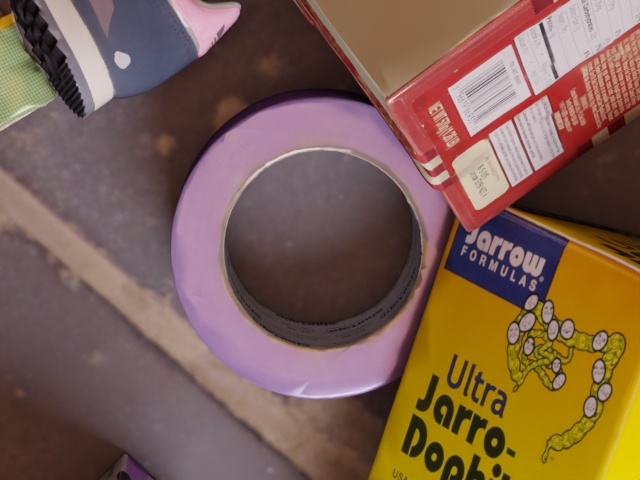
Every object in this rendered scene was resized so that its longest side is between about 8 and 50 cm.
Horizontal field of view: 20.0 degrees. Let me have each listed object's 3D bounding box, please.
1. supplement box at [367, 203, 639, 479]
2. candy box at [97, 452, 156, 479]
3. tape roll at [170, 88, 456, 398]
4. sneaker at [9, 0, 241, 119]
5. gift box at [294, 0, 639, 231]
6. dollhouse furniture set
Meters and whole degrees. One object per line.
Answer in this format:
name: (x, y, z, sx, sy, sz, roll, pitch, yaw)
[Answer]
supplement box: (0.155, 0.177, 1.091, 0.194, 0.195, 0.357, 12, 100, -35)
candy box: (-0.169, 0.245, 1.139, 0.196, 0.165, 0.070, -45, 100, 4)
tape roll: (0.000, 0.000, 1.150, 0.189, 0.080, 0.189, 0, 98, -2)
sneaker: (-0.155, -0.244, 1.106, 0.131, 0.112, 0.319, -24, 102, -15)
gift box: (0.062, -0.184, 0.989, 0.276, 0.255, 0.258, -32, 67, -1)
dollhouse furniture set: (-0.249, -0.084, 1.138, 0.151, 0.058, 0.076, -30, 99, 3)
